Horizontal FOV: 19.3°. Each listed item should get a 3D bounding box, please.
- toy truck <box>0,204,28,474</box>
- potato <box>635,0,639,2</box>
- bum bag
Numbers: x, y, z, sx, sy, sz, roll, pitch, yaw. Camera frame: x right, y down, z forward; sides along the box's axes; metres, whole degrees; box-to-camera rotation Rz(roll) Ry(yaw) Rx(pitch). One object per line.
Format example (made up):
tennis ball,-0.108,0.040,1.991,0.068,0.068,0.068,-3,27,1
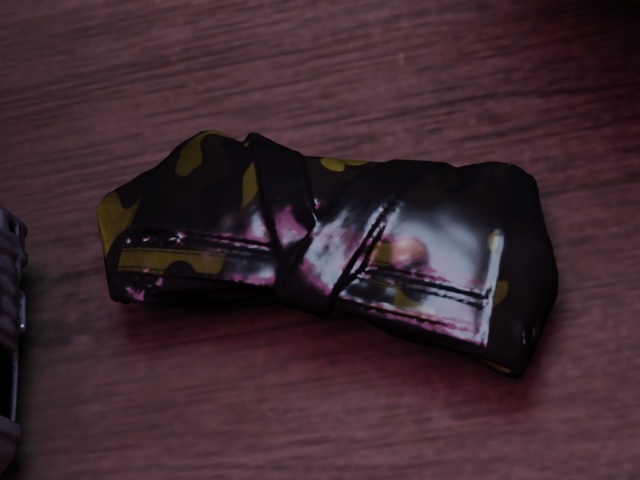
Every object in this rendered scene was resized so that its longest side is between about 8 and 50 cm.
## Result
toy truck,-0.319,0.067,0.904,0.363,0.176,0.178,-14,73,11
potato,0.185,-0.321,0.802,0.319,0.385,0.442,22,83,32
bum bag,0.000,0.000,0.893,0.232,0.060,0.106,11,62,18
